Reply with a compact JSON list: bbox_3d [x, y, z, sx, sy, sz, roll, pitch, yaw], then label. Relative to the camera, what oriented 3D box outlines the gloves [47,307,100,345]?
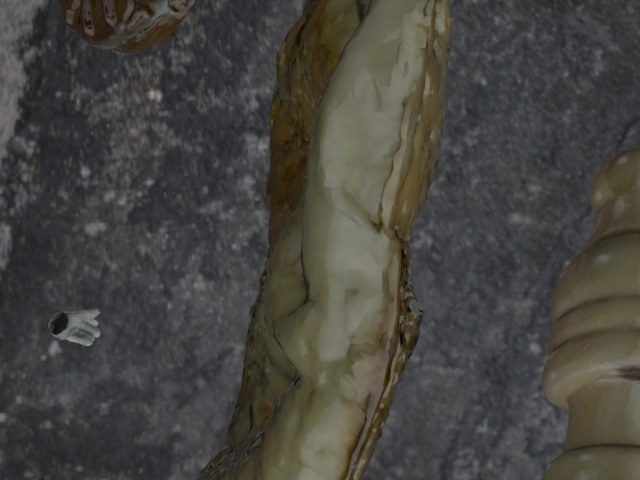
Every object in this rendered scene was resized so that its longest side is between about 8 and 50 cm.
[{"bbox_3d":[-0.255,0.085,1.167,0.044,0.037,0.081,-45,147,5],"label":"gloves"}]

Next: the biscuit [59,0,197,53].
[{"bbox_3d":[-0.251,-0.413,1.458,0.115,0.366,0.268,14,163,-38],"label":"biscuit"}]

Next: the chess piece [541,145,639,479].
[{"bbox_3d":[0.192,0.085,0.726,0.124,0.307,0.139,2,155,17],"label":"chess piece"}]

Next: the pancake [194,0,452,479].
[{"bbox_3d":[0.000,0.000,0.571,0.082,0.387,0.387,12,124,-3],"label":"pancake"}]
